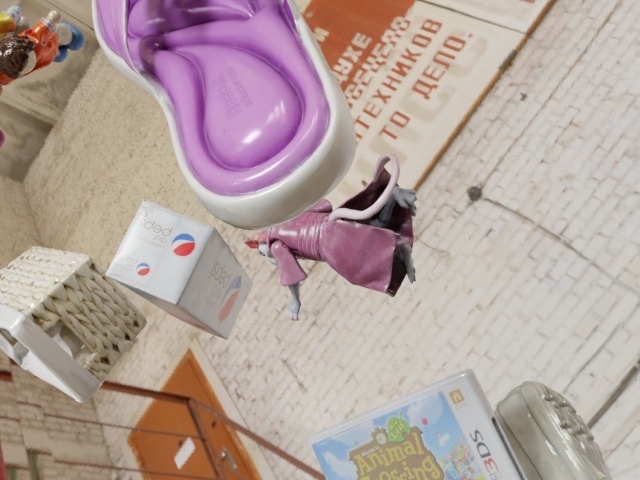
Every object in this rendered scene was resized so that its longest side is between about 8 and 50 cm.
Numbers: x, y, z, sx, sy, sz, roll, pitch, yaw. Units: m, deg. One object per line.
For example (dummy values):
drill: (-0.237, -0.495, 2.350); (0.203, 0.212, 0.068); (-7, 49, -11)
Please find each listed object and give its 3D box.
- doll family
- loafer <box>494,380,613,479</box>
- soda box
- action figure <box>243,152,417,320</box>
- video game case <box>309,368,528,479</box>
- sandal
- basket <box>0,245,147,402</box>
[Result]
doll family: (-0.372, -0.156, 0.624); (0.118, 0.163, 0.263); (40, -71, -16)
loafer: (0.255, 0.288, 0.621); (0.112, 0.319, 0.111); (30, -65, -23)
soda box: (-0.125, 0.038, 0.601); (0.216, 0.069, 0.074); (79, -147, -73)
action figure: (0.000, 0.000, 1.224); (0.276, 0.370, 0.248); (60, -142, -50)
video game case: (0.105, 0.256, 0.624); (0.212, 0.193, 0.023); (-33, -15, 32)
sandal: (-0.098, -0.181, 0.490); (0.169, 0.416, 0.102); (-37, -37, -1)
basket: (-0.275, 0.079, 0.642); (0.103, 0.167, 0.113); (-50, -54, -29)
